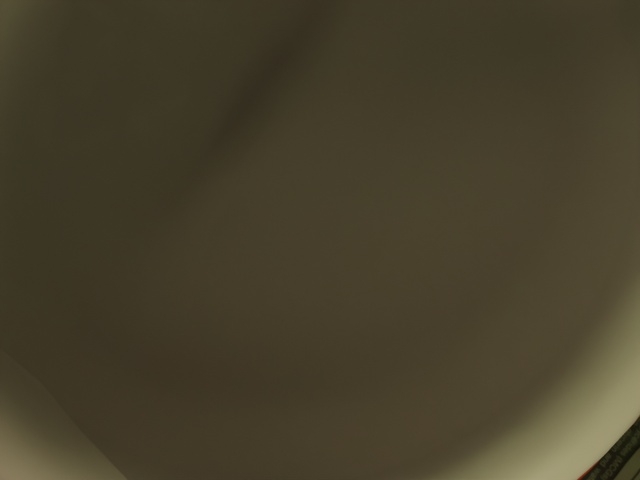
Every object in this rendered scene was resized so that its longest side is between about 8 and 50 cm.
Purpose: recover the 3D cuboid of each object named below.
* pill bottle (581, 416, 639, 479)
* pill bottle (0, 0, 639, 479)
[{"bbox_3d":[0.174,0.142,1.047,0.162,0.278,0.162,-49,166,-16],"label":"pill bottle"},{"bbox_3d":[0.000,0.000,0.572,0.210,0.210,0.363,-11,171,2],"label":"pill bottle"}]
